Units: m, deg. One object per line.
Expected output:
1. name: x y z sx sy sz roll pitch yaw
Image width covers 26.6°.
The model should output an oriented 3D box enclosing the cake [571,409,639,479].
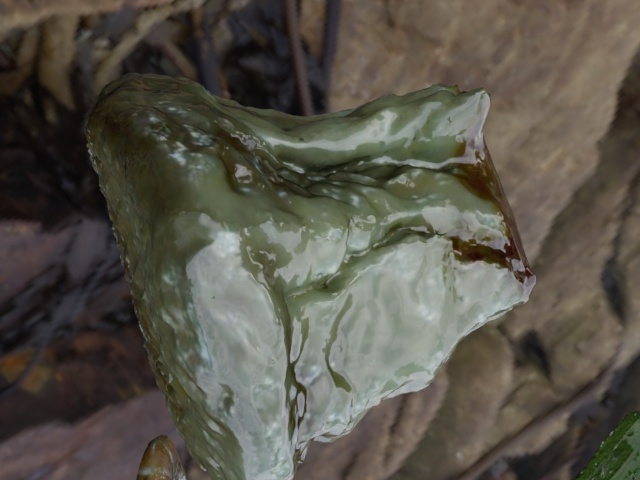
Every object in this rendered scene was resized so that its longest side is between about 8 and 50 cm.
1. cake: 0.385 0.333 1.736 0.099 0.100 0.235 20 115 -36

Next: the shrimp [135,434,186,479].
1. shrimp: -0.163 0.347 1.478 0.051 0.262 0.198 -5 164 9

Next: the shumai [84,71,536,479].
1. shumai: 0.000 0.000 1.087 0.323 0.397 0.324 -16 111 -11
